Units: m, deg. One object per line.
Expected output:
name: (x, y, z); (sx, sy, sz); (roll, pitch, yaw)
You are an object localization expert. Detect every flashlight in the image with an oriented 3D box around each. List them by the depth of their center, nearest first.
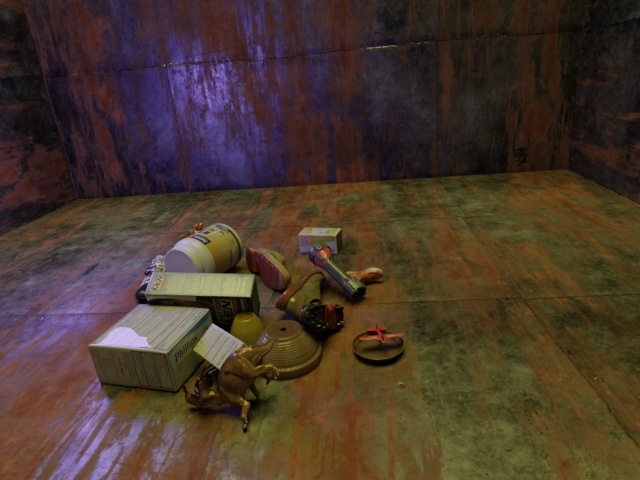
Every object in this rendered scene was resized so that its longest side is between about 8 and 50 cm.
flashlight: (0.071, 0.127, 1.878); (0.103, 0.103, 0.304); (-32, 54, -22)

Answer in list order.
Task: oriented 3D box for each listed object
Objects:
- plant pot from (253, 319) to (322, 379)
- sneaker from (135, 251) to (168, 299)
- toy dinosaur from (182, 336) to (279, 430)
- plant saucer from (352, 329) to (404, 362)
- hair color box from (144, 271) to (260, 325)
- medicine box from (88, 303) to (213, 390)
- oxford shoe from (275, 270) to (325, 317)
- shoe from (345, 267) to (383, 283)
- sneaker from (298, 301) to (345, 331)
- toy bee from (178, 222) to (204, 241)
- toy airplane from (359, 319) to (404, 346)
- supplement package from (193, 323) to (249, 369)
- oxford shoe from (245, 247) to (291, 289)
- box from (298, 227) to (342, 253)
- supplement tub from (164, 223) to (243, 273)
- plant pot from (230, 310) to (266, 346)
plant pot: (-0.116, 0.333, 1.471); (0.238, 0.109, 0.237); (-5, 20, 2)
sneaker: (-0.743, 0.150, 2.053); (0.123, 0.146, 0.330); (0, 23, 9)
toy dinosaur: (-0.240, 0.371, 1.249); (0.200, 0.295, 0.127); (34, -6, -3)
plant saucer: (0.188, 0.348, 1.477); (0.169, 0.029, 0.168); (-5, 20, 2)
hair color box: (-0.422, 0.217, 1.664); (0.375, 0.185, 0.113); (2, 45, 3)
medicine box: (-0.539, 0.341, 1.487); (0.290, 0.149, 0.263); (2, 22, 16)
oxford shoe: (-0.048, 0.222, 1.797); (0.130, 0.122, 0.348); (35, 27, 12)
shoe: (0.178, 0.164, 1.923); (0.178, 0.063, 0.081); (-7, 21, 10)
sneaker: (-0.021, 0.264, 1.560); (0.135, 0.097, 0.276); (-6, -10, 24)
toy bee: (-0.651, -0.024, 2.465); (0.299, 0.162, 0.195); (12, 25, 37)
toy airplane: (0.194, 0.310, 1.494); (0.151, 0.028, 0.151); (-3, 20, 1)
supplement package: (-0.289, 0.352, 1.414); (0.179, 0.105, 0.105); (17, 65, 44)
oxford shoe: (-0.210, 0.107, 2.056); (0.147, 0.140, 0.397); (-8, 22, -28)
box: (0.000, 0.000, 2.331); (0.203, 0.103, 0.114); (2, 21, 18)
supplement tub: (-0.534, 0.071, 2.091); (0.229, 0.228, 0.316); (6, 23, 27)
plant pot: (-0.258, 0.307, 1.591); (0.135, 0.095, 0.134); (-4, 21, 2)
